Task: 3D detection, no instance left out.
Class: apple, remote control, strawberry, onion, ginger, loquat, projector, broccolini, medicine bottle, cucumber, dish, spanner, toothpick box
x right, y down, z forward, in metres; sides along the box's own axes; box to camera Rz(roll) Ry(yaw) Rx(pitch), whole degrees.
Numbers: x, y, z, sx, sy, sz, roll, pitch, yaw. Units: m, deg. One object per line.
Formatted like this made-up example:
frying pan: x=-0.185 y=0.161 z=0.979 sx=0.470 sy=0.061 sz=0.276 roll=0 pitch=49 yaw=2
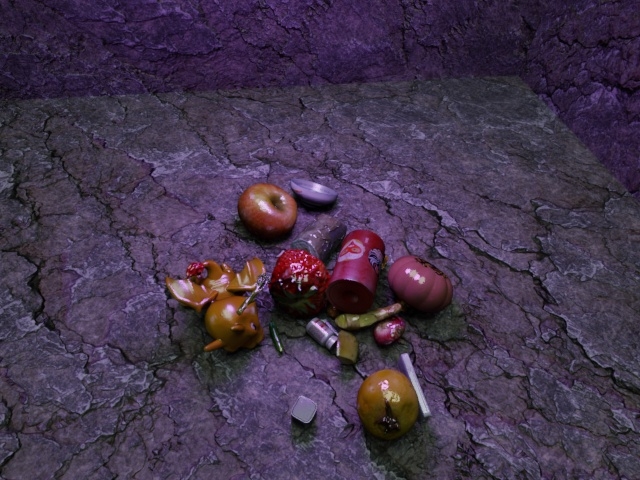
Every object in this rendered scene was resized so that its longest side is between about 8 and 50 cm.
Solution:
apple: x=-0.277 y=-0.143 z=2.103 sx=0.277 sy=0.250 sz=0.309 roll=-30 pitch=77 yaw=-43
remote control: x=0.362 y=0.573 z=1.589 sx=0.034 sy=0.103 sz=0.250 roll=-10 pitch=50 yaw=-7
strawberry: x=-0.080 y=0.167 z=1.797 sx=0.292 sy=0.291 sz=0.309 roll=15 pitch=52 yaw=10
onion: x=0.309 y=0.405 z=1.742 sx=0.150 sy=0.140 sz=0.150 roll=-32 pitch=21 yaw=14
ginger: x=0.208 y=0.329 z=1.755 sx=0.295 sy=0.131 sz=0.086 roll=-14 pitch=72 yaw=1
loquat: x=0.243 y=0.598 z=1.480 sx=0.244 sy=0.243 sz=0.243 roll=1 pitch=49 yaw=-1
projector: x=-0.061 y=0.645 z=1.521 sx=0.083 sy=0.082 sz=0.083 roll=22 pitch=51 yaw=16
broccolini: x=-0.269 y=0.207 z=1.592 sx=0.058 sy=0.067 sz=0.216 roll=32 pitch=47 yaw=9
medicine bottle: x=0.009 y=0.401 z=1.736 sx=0.140 sy=0.079 sz=0.079 roll=37 pitch=57 yaw=26
cucumber: x=-0.194 y=0.410 z=1.748 sx=0.039 sy=0.039 sz=0.167 roll=-16 pitch=54 yaw=-15
dish: x=-0.049 y=-0.238 z=2.257 sx=0.274 sy=0.133 sz=0.273 roll=17 pitch=18 yaw=-6
spanner: x=0.076 y=0.407 z=1.776 sx=0.054 sy=0.015 sz=0.254 roll=-33 pitch=58 yaw=-25
toothpick box: x=0.161 y=0.129 z=1.779 sx=0.204 sy=0.204 sz=0.333 roll=14 pitch=41 yaw=9

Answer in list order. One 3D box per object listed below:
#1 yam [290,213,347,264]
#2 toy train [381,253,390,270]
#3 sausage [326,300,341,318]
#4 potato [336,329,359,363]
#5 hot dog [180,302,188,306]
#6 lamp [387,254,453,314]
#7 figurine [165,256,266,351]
yam: x=-0.002 y=-0.005 z=2.021 sx=0.202 sy=0.201 sz=0.271 roll=30 pitch=48 yaw=20
toy train: x=0.234 y=0.072 z=1.992 sx=0.228 sy=0.136 sz=0.091 roll=20 pitch=51 yaw=17
sausage: x=0.103 y=0.228 z=1.890 sx=0.103 sy=0.076 sz=0.302 roll=24 pitch=52 yaw=17
potato: x=0.114 y=0.425 z=1.673 sx=0.081 sy=0.120 sz=0.149 roll=-4 pitch=60 yaw=10
hot dog: x=-0.517 y=0.255 z=1.852 sx=0.236 sy=0.062 sz=0.092 roll=-8 pitch=47 yaw=-10
lamp: x=0.433 y=0.208 z=1.818 sx=0.305 sy=0.239 sz=0.305 roll=30 pitch=11 yaw=-7
figurine: x=-0.416 y=0.262 z=1.676 sx=0.401 sy=0.268 sz=0.387 roll=-6 pitch=54 yaw=-38
